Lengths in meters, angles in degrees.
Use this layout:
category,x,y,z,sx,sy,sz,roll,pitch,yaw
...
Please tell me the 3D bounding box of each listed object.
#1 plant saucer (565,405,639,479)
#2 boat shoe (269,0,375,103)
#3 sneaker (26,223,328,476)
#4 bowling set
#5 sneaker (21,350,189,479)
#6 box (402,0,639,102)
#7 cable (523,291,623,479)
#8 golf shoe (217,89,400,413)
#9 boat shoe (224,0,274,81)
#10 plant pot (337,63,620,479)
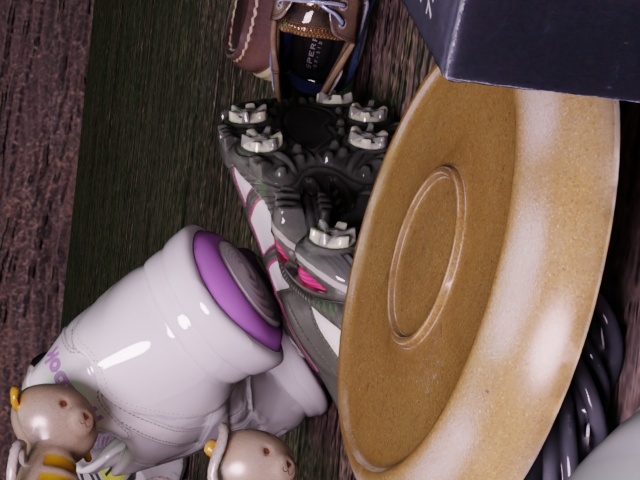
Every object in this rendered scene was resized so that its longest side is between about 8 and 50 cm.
category,x,y,z,sx,sy,sz,roll,pitch,yaw
plant saucer,0.092,0.217,0.562,0.400,0.100,0.400,-174,90,-78
boat shoe,0.005,-0.145,1.161,0.183,0.066,0.066,94,-167,-45
sneaker,-0.085,0.072,1.147,0.114,0.152,0.305,57,-177,16
bowling set,-0.013,0.169,0.988,0.287,0.200,0.154,48,-149,-43
sneaker,-0.194,0.268,1.702,0.145,0.147,0.385,117,154,-54
box,0.089,-0.158,0.718,0.207,0.108,0.153,-107,25,-61
cable,0.082,0.082,0.805,0.150,0.047,0.184,156,123,-70
golf shoe,0.000,0.000,1.071,0.273,0.105,0.120,-107,17,-63
boat shoe,-0.036,-0.258,1.280,0.123,0.123,0.342,-98,18,-46
plant pot,0.054,0.009,0.804,0.236,0.032,0.236,-166,90,-74
